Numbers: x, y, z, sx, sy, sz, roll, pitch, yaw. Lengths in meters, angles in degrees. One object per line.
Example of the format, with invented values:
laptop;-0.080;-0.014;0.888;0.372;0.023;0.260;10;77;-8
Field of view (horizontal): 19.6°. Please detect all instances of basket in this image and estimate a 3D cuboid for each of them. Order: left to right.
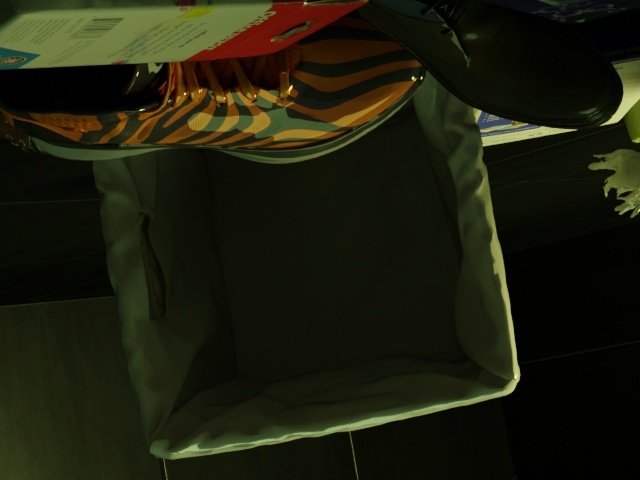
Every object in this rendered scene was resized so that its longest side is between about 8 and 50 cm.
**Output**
basket;0.000;0.000;1.662;0.331;0.328;0.266;-11;178;9

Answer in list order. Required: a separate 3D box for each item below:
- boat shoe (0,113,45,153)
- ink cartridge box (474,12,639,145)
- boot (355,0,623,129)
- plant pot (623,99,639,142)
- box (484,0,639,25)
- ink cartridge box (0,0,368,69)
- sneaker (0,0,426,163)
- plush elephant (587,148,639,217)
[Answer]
boat shoe;-0.240;-0.101;1.541;0.178;0.060;0.064;-13;173;33
ink cartridge box;0.224;-0.154;1.772;0.175;0.069;0.371;-10;176;-1
boot;0.092;-0.142;1.212;0.219;0.082;0.106;30;-179;23
plant pot;0.348;-0.147;1.971;0.083;0.079;0.083;-10;175;-1
box;0.222;-0.210;1.073;0.261;0.103;0.184;-13;176;30
ink cartridge box;-0.103;-0.158;1.126;0.231;0.078;0.134;-6;174;-30
sneaker;-0.083;-0.118;1.325;0.321;0.125;0.180;-10;175;4
plush elephant;0.446;-0.107;1.696;0.330;0.272;0.255;-17;180;42
